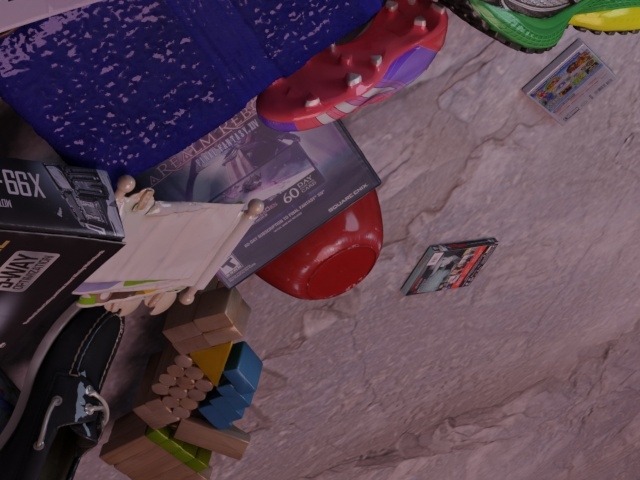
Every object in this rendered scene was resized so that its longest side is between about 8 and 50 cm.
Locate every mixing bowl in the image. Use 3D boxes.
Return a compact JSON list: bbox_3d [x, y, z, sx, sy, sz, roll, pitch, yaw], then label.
[{"bbox_3d":[0.000,0.000,1.570,0.181,0.098,0.181,-24,149,-16],"label":"mixing bowl"}]

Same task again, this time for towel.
[{"bbox_3d":[-0.119,-0.191,1.191,0.308,0.076,0.227,-35,138,3],"label":"towel"}]

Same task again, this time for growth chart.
[{"bbox_3d":[-0.155,0.011,1.346,0.172,0.021,0.237,-46,155,22],"label":"growth chart"}]

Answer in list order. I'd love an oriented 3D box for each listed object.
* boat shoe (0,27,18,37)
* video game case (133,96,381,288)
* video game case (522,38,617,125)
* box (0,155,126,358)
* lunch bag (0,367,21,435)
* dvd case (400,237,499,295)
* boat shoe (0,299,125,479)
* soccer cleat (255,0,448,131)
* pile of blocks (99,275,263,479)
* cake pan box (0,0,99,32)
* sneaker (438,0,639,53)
[{"bbox_3d":[-0.320,-0.160,1.039,0.207,0.073,0.073,-20,151,-21],"label":"boat shoe"},{"bbox_3d":[-0.074,-0.081,1.393,0.196,0.026,0.274,-35,139,2],"label":"video game case"},{"bbox_3d":[0.293,-0.183,1.677,0.087,0.011,0.122,-41,150,14],"label":"video game case"},{"bbox_3d":[-0.349,0.035,1.208,0.242,0.076,0.307,6,146,-43],"label":"box"},{"bbox_3d":[-0.387,0.225,1.531,0.176,0.090,0.219,-27,149,-6],"label":"lunch bag"},{"bbox_3d":[0.170,0.034,1.876,0.119,0.013,0.087,-9,142,-39],"label":"dvd case"},{"bbox_3d":[-0.265,0.193,1.459,0.302,0.091,0.114,-64,157,-19],"label":"boat shoe"},{"bbox_3d":[0.034,-0.151,1.344,0.248,0.083,0.095,-39,149,-36],"label":"soccer cleat"},{"bbox_3d":[-0.133,0.157,1.639,0.149,0.112,0.362,22,135,-8],"label":"pile of blocks"},{"bbox_3d":[-0.256,-0.237,0.870,0.267,0.070,0.245,-21,116,-23],"label":"cake pan box"},{"bbox_3d":[0.226,-0.278,1.376,0.343,0.134,0.146,-18,141,-43],"label":"sneaker"}]
